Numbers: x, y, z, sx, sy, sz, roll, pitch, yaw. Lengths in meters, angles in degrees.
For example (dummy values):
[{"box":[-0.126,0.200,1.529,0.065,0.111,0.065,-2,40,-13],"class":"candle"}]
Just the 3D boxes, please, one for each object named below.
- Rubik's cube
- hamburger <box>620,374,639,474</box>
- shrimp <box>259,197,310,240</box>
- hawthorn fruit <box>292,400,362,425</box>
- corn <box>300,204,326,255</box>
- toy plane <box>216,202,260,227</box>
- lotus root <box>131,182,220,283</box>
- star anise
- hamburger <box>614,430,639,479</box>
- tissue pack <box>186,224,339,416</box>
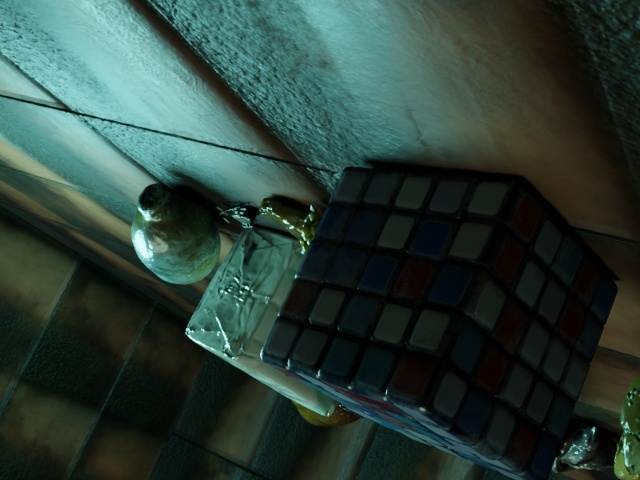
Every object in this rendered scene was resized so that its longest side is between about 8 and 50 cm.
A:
[{"box":[0.154,0.100,1.145,0.286,0.293,0.292,11,159,46],"class":"Rubik's cube"},{"box":[0.569,0.263,1.289,0.288,0.192,0.167,-19,147,35],"class":"hamburger"},{"box":[-0.001,0.001,1.563,0.253,0.058,0.173,33,173,-19],"class":"shrimp"},{"box":[0.042,0.357,2.406,0.267,0.268,0.301,30,157,-19],"class":"hawthorn fruit"},{"box":[0.112,0.042,1.418,0.312,0.102,0.102,22,167,2],"class":"corn"},{"box":[-0.151,-0.049,1.680,0.049,0.031,0.120,38,160,-28],"class":"toy plane"},{"box":[-0.294,-0.006,1.826,0.175,0.175,0.349,23,166,10],"class":"lotus root"},{"box":[0.594,0.493,2.189,0.315,0.139,0.359,19,167,-3],"class":"star anise"},{"box":[0.654,0.424,1.813,0.083,0.138,0.147,22,160,-6],"class":"hamburger"},{"box":[-0.058,0.168,1.834,0.193,0.266,0.356,20,167,42],"class":"tissue pack"}]
